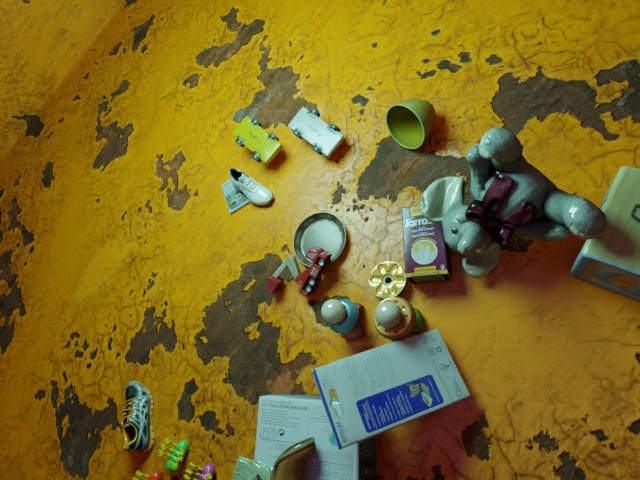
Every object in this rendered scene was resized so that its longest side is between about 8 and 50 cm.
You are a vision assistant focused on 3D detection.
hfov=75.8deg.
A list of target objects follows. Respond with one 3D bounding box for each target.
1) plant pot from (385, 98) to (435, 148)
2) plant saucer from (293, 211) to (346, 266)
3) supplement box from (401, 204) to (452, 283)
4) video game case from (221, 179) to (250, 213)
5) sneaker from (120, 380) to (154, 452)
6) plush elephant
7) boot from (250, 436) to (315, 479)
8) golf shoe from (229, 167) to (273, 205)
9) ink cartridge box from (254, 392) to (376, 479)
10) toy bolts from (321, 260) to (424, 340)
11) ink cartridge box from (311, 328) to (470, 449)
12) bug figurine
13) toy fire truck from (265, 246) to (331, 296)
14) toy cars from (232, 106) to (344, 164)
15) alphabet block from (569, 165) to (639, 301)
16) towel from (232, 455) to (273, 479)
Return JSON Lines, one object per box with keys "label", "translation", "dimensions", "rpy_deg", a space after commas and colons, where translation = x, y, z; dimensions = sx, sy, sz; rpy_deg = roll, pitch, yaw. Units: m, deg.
{"label": "plant pot", "translation": [0.264, -0.338, 1.145], "dimensions": [0.095, 0.134, 0.134], "rpy_deg": [-39, 58, -21]}
{"label": "plant saucer", "translation": [0.000, 0.000, 1.202], "dimensions": [0.168, 0.029, 0.168], "rpy_deg": [-7, 71, 22]}
{"label": "supplement box", "translation": [0.268, 0.008, 1.044], "dimensions": [0.104, 0.081, 0.188], "rpy_deg": [-8, 70, 23]}
{"label": "video game case", "translation": [-0.288, -0.161, 1.400], "dimensions": [0.087, 0.011, 0.122], "rpy_deg": [-29, 63, 14]}
{"label": "sneaker", "translation": [-0.569, 0.538, 1.261], "dimensions": [0.084, 0.083, 0.215], "rpy_deg": [-33, 61, 14]}
{"label": "plush elephant", "translation": [0.370, -0.056, 0.904], "dimensions": [0.272, 0.330, 0.255], "rpy_deg": [44, 104, 3]}
{"label": "boot", "translation": [-0.054, 0.531, 0.867], "dimensions": [0.197, 0.073, 0.152], "rpy_deg": [-40, 72, -2]}
{"label": "golf shoe", "translation": [-0.232, -0.175, 1.329], "dimensions": [0.176, 0.086, 0.069], "rpy_deg": [31, 77, 22]}
{"label": "ink cartridge box", "translation": [-0.014, 0.571, 0.950], "dimensions": [0.270, 0.151, 0.395], "rpy_deg": [-6, 70, 25]}
{"label": "toy bolts", "translation": [0.113, 0.149, 1.018], "dimensions": [0.228, 0.158, 0.218], "rpy_deg": [-18, 62, 22]}
{"label": "ink cartridge box", "translation": [0.149, 0.317, 0.898], "dimensions": [0.332, 0.065, 0.165], "rpy_deg": [-9, 62, -23]}
{"label": "bug figurine", "translation": [-0.390, 0.688, 1.133], "dimensions": [0.279, 0.072, 0.216], "rpy_deg": [18, 75, 33]}
{"label": "toy fire truck", "translation": [-0.064, 0.088, 1.166], "dimensions": [0.135, 0.047, 0.192], "rpy_deg": [32, 109, 17]}
{"label": "toy cars", "translation": [-0.101, -0.326, 1.330], "dimensions": [0.393, 0.087, 0.176], "rpy_deg": [-2, 77, 21]}
{"label": "alphabet block", "translation": [0.642, 0.000, 0.810], "dimensions": [0.193, 0.192, 0.197], "rpy_deg": [25, 84, 28]}
{"label": "towel", "translation": [-0.158, 0.573, 0.922], "dimensions": [0.110, 0.027, 0.148], "rpy_deg": [1, 74, 28]}
